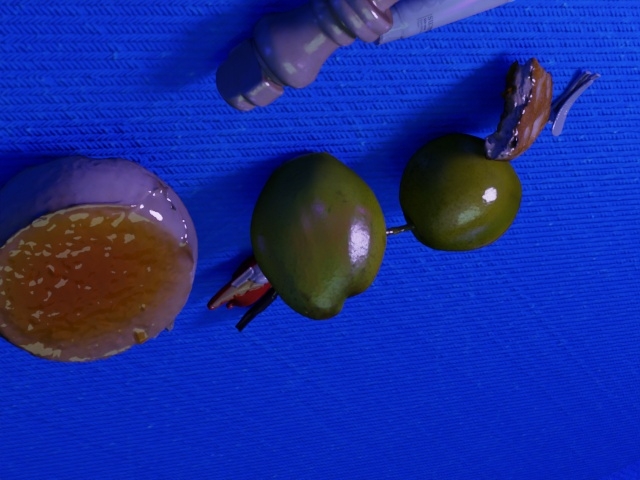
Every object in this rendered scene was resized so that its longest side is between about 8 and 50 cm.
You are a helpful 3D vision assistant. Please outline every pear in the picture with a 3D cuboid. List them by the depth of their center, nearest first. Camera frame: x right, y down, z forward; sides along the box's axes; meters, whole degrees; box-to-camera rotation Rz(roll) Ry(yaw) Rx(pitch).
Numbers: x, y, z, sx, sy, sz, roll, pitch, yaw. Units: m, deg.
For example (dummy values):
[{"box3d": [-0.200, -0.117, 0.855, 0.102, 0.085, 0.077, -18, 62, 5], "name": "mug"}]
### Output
[{"box3d": [0.000, 0.000, 1.908, 0.188, 0.219, 0.187, -11, 154, -5], "name": "pear"}, {"box3d": [0.178, -0.052, 1.981, 0.216, 0.166, 0.180, -37, 165, -7], "name": "pear"}]

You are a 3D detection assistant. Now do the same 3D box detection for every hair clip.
[{"box3d": [0.361, -0.198, 2.002, 0.030, 0.039, 0.115, -2, 142, -38], "name": "hair clip"}]

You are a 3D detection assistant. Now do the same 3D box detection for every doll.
[{"box3d": [-0.091, 0.044, 2.087, 0.169, 0.057, 0.109, -52, 156, 21], "name": "doll"}]

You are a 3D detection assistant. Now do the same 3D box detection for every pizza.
[{"box3d": [0.271, -0.183, 1.908, 0.182, 0.063, 0.161, -47, 155, -46], "name": "pizza"}]

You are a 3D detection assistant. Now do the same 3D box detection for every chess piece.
[{"box3d": [0.040, -0.276, 1.622, 0.397, 0.117, 0.117, -32, 147, 19], "name": "chess piece"}]

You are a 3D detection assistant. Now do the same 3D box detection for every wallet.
[{"box3d": [-0.075, 0.083, 2.153, 0.157, 0.018, 0.082, -44, -177, 31], "name": "wallet"}]

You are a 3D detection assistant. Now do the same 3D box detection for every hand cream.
[{"box3d": [0.155, -0.293, 1.723, 0.205, 0.050, 0.078, -20, 149, -10], "name": "hand cream"}]

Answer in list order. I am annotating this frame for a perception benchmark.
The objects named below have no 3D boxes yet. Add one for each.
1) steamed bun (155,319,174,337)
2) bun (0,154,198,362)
[{"box3d": [-0.282, 0.076, 1.968, 0.192, 0.106, 0.177, -11, 146, -14], "name": "steamed bun"}, {"box3d": [-0.307, 0.005, 1.787, 0.299, 0.164, 0.298, -12, 133, -13], "name": "bun"}]
